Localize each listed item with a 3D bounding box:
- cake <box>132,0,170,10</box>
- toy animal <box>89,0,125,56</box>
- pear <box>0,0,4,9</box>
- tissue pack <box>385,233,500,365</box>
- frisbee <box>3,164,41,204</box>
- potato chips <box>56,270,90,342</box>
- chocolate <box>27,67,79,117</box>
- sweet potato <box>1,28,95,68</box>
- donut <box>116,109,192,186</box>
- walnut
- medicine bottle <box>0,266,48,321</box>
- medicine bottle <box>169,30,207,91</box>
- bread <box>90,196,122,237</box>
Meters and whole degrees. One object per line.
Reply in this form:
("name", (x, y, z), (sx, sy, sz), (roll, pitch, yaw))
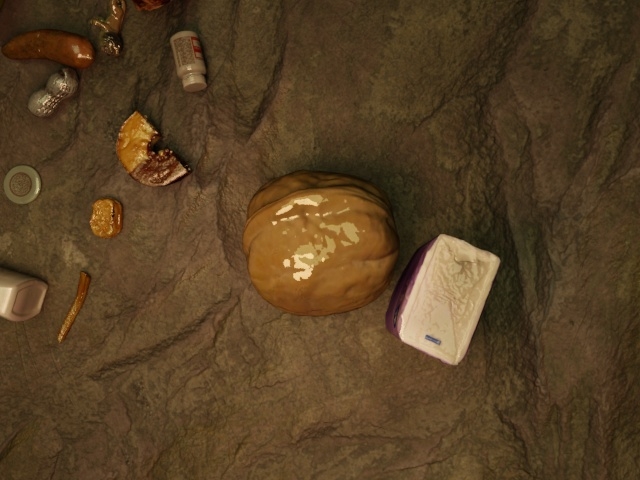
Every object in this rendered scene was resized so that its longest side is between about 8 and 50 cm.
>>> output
("cake", (-0.444, -0.731, 1.391), (0.196, 0.199, 0.293), (-32, 90, -2))
("toy animal", (-0.574, -0.605, 1.457), (0.086, 0.069, 0.220), (4, 94, -17))
("pear", (-1.009, -0.672, 1.370), (0.351, 0.352, 0.414), (27, 81, 5))
("tissue pack", (0.257, 0.130, 1.227), (0.160, 0.338, 0.242), (24, 85, 4))
("frisbee", (-0.822, -0.154, 1.484), (0.110, 0.014, 0.110), (0, 88, 5))
("potato chips", (-0.663, 0.178, 1.452), (0.026, 0.037, 0.204), (25, 95, 15))
("chocolate", (-0.720, -0.400, 1.457), (0.167, 0.072, 0.072), (-44, 85, 3))
("sweet potato", (-0.731, -0.522, 1.458), (0.291, 0.097, 0.098), (10, 89, 14))
("donut", (-0.443, -0.223, 1.422), (0.141, 0.085, 0.217), (-37, 85, 3))
("walnut", (0.000, 0.000, 1.262), (0.380, 0.381, 0.382), (0, 88, 5))
("medicine bottle", (-0.901, 0.110, 1.398), (0.323, 0.179, 0.124), (18, 89, 4))
("medicine bottle", (-0.346, -0.472, 1.424), (0.079, 0.079, 0.140), (-14, 86, 4))
("bread", (-0.576, -0.061, 1.447), (0.083, 0.044, 0.111), (4, 91, 6))
